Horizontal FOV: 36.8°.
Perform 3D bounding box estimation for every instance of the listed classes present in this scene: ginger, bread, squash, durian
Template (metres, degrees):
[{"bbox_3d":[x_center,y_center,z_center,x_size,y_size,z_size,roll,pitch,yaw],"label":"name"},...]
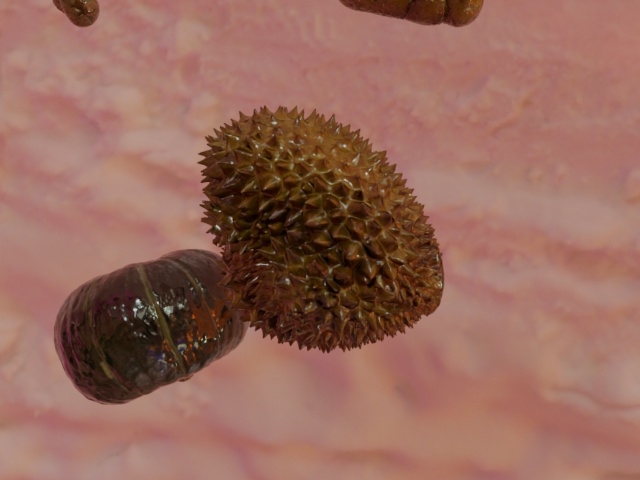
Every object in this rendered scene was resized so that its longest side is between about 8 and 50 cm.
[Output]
[{"bbox_3d":[-0.465,-0.475,1.827,0.104,0.204,0.080,-29,134,10],"label":"ginger"},{"bbox_3d":[0.148,-0.473,1.850,0.344,0.124,0.084,12,136,22],"label":"bread"},{"bbox_3d":[-0.211,0.108,1.226,0.252,0.252,0.165,-20,86,22],"label":"squash"},{"bbox_3d":[0.000,0.000,0.600,0.168,0.137,0.158,34,166,20],"label":"durian"}]
